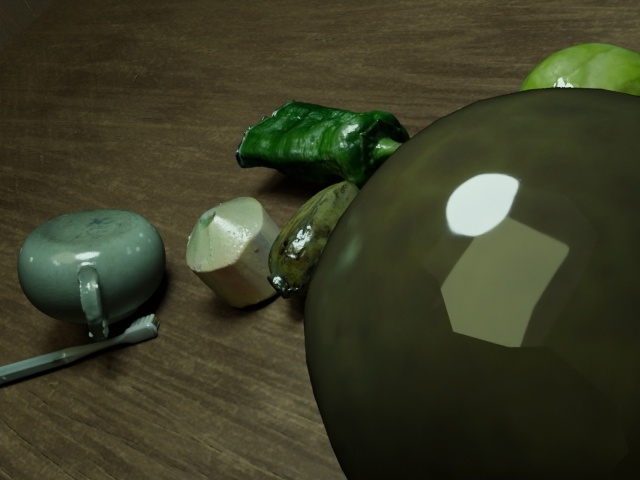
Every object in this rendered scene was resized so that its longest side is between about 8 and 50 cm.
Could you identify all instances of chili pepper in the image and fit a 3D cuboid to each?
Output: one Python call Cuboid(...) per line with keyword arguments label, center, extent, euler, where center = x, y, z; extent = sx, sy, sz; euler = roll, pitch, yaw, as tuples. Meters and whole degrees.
Cuboid(label="chili pepper", center=(0.017, -0.123, 1.316), extent=(0.136, 0.099, 0.270), euler=(-14, 20, -35))

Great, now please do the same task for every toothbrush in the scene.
Cuboid(label="toothbrush", center=(-0.357, 0.157, 1.381), extent=(0.342, 0.025, 0.030), euler=(-19, 29, 24))

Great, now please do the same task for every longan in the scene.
Cuboid(label="longan", center=(0.177, 0.071, 0.720), extent=(0.404, 0.336, 0.405), euler=(6, 39, -5))

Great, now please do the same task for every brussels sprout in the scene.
Cuboid(label="brussels sprout", center=(0.275, -0.127, 1.062), extent=(0.183, 0.131, 0.145), euler=(-39, 55, -3))

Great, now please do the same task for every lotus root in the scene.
Cuboid(label="lotus root", center=(0.000, 0.000, 1.195), extent=(0.089, 0.080, 0.179), euler=(-14, 32, 53))

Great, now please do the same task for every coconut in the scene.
Cuboid(label="coconut", center=(-0.103, 0.010, 1.239), extent=(0.116, 0.122, 0.116), euler=(-24, 35, 18))

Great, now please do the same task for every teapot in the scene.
Cuboid(label="teapot", center=(-0.301, 0.039, 1.357), extent=(0.193, 0.130, 0.294), euler=(-9, 24, -9))
